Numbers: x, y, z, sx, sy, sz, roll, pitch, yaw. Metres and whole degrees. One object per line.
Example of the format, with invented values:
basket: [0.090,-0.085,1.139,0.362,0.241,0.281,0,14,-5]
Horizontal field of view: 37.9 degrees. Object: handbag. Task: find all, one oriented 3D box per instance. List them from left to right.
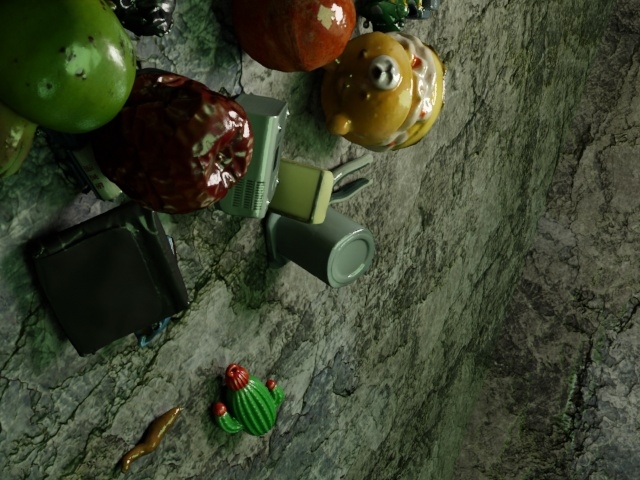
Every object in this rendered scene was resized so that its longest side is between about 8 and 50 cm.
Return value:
handbag: [-0.358,0.059,1.593,0.223,0.080,0.247,-23,126,-12]

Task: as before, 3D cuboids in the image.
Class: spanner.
spanner: [0.020,-0.118,2.216,0.325,0.040,0.096,-30,130,-42]

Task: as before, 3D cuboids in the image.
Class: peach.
peach: [-0.054,-0.444,1.740,0.232,0.232,0.257,-60,158,-19]

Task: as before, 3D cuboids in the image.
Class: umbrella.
umbrella: [-0.253,-0.459,1.531,0.122,0.110,0.272,44,63,-57]

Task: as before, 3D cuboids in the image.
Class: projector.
projector: [-0.128,-0.165,1.791,0.250,0.108,0.198,-85,-175,-75]

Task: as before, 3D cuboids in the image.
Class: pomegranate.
pomegranate: [-0.400,-0.227,1.314,0.302,0.236,0.236,-51,150,7]

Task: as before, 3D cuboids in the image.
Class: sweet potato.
sweet potato: [-0.346,0.407,1.908,0.179,0.044,0.044,-47,142,-26]

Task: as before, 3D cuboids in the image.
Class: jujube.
jujube: [-0.226,-0.151,1.430,0.213,0.232,0.213,-40,144,-39]

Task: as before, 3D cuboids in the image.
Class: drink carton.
drink carton: [0.000,0.000,2.077,0.185,0.189,0.191,-25,133,-30]

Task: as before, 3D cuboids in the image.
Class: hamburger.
hamburger: [0.117,-0.336,2.061,0.237,0.276,0.276,0,106,-46]

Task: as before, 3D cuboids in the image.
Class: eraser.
eraser: [-0.063,-0.109,1.958,0.058,0.172,0.117,1,105,-60]

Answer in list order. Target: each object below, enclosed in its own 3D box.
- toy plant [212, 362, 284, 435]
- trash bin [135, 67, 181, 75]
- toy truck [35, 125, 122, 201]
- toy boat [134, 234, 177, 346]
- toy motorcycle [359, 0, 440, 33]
toy plant: [-0.174,0.372,2.128,0.155,0.088,0.240,-55,142,1]
trash bin: [-0.279,-0.187,1.639,0.177,0.101,0.236,-65,152,-15]
toy truck: [-0.380,-0.141,1.503,0.074,0.088,0.202,-54,145,-25]
toy boat: [-0.318,0.090,1.718,0.097,0.100,0.223,-24,123,-63]
toy motorcycle: [0.186,-0.561,2.176,0.274,0.124,0.187,-13,108,-56]
